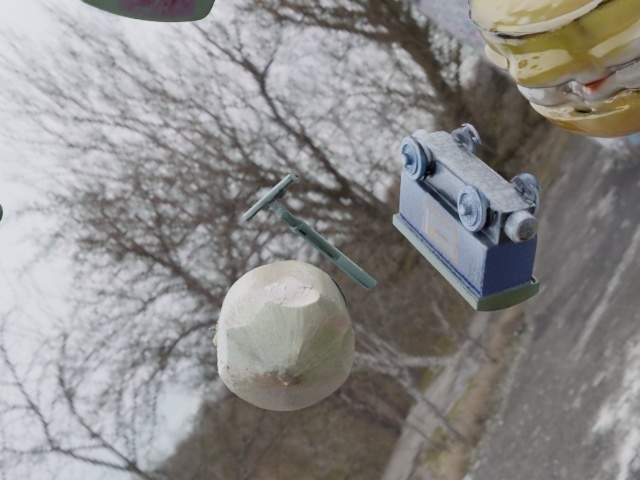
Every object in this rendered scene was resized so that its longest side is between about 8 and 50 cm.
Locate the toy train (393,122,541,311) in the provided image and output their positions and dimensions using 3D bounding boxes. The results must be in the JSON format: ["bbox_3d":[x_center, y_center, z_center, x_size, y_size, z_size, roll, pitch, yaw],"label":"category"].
[{"bbox_3d":[0.215,-0.043,1.542,0.131,0.299,0.201,-13,-54,-20],"label":"toy train"}]

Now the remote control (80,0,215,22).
[{"bbox_3d":[-0.088,-0.329,0.783,0.145,0.050,0.344,-4,-50,-47],"label":"remote control"}]

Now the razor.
[{"bbox_3d":[0.001,0.004,1.342,0.084,0.211,0.036,-41,28,15],"label":"razor"}]

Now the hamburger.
[{"bbox_3d":[0.319,-0.223,1.063,0.276,0.237,0.276,-30,31,20],"label":"hamburger"}]

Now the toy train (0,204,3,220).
[{"bbox_3d":[-0.620,-0.035,1.564,0.159,0.248,0.101,-40,-52,-68],"label":"toy train"}]

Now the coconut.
[{"bbox_3d":[-0.054,0.145,1.524,0.224,0.224,0.234,-55,6,22],"label":"coconut"}]
